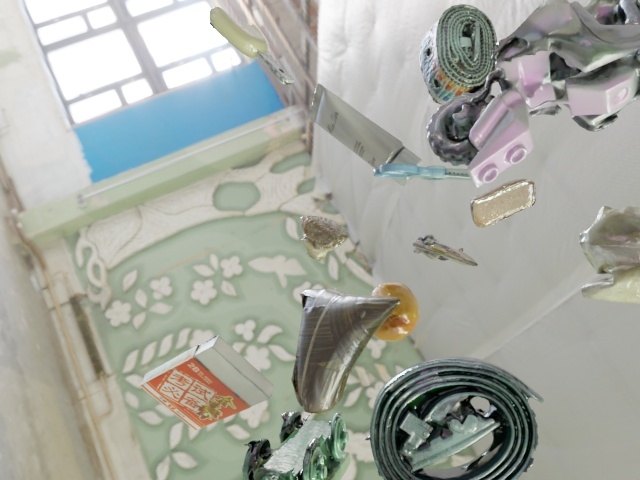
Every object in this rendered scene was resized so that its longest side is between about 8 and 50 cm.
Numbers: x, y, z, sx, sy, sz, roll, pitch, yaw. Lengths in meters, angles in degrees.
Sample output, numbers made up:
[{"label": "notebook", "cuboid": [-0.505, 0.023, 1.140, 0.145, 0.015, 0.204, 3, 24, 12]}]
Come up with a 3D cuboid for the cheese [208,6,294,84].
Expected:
[{"label": "cheese", "cuboid": [-0.147, -0.437, 1.333, 0.235, 0.050, 0.127, 48, 27, 15]}]

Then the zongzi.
[{"label": "zongzi", "cuboid": [0.035, 0.162, 0.799, 0.184, 0.084, 0.188, -1, -98, 54]}]

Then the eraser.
[{"label": "eraser", "cuboid": [-0.222, 0.281, 1.130, 0.157, 0.230, 0.038, 47, 33, -19]}]

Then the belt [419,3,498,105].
[{"label": "belt", "cuboid": [0.411, -0.545, 1.728, 0.160, 0.206, 0.295, 146, -44, -68]}]

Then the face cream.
[{"label": "face cream", "cuboid": [0.106, -0.256, 1.440, 0.314, 0.089, 0.143, 39, -24, 10]}]

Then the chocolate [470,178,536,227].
[{"label": "chocolate", "cuboid": [0.265, -0.062, 0.860, 0.065, 0.100, 0.031, 58, 7, -47]}]

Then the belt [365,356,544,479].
[{"label": "belt", "cuboid": [0.202, 0.276, 0.872, 0.116, 0.267, 0.207, 52, 21, -79]}]

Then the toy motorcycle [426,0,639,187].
[{"label": "toy motorcycle", "cuboid": [0.291, -0.178, 0.688, 0.143, 0.326, 0.188, 51, 5, -49]}]

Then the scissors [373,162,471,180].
[{"label": "scissors", "cuboid": [0.250, -0.151, 1.314, 0.125, 0.255, 0.030, 176, -84, -80]}]

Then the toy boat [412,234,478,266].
[{"label": "toy boat", "cuboid": [0.368, 0.037, 1.714, 0.210, 0.066, 0.084, 23, -3, 37]}]

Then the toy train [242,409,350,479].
[{"label": "toy train", "cuboid": [-0.029, 0.458, 1.085, 0.369, 0.150, 0.238, 5, 78, -74]}]

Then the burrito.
[{"label": "burrito", "cuboid": [0.634, 0.030, 1.015, 0.135, 0.331, 0.191, 23, 72, -80]}]

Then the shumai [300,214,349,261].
[{"label": "shumai", "cuboid": [0.002, -0.001, 1.632, 0.145, 0.145, 0.116, 50, -57, 54]}]

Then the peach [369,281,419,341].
[{"label": "peach", "cuboid": [0.167, 0.168, 1.362, 0.138, 0.138, 0.138, 61, -13, 24]}]
